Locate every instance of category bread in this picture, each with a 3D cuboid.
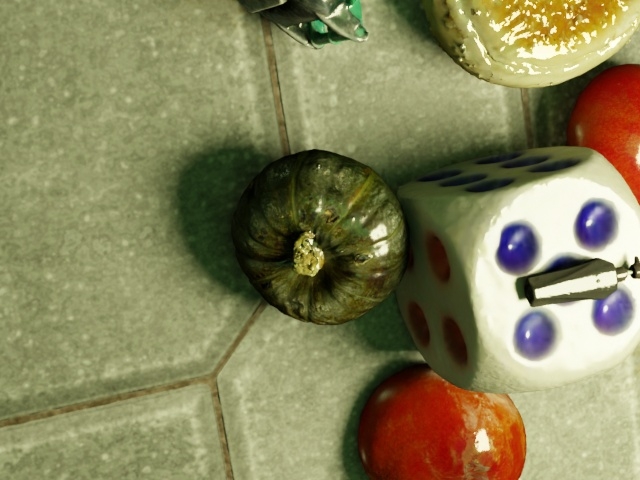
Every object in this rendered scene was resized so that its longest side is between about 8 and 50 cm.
[{"bbox_3d":[0.257,-0.334,1.444,0.305,0.159,0.306,-4,103,-16],"label":"bread"}]

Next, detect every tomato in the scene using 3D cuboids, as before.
[{"bbox_3d":[0.173,0.274,1.529,0.233,0.139,0.200,27,96,-17],"label":"tomato"},{"bbox_3d":[0.404,-0.130,1.510,0.195,0.136,0.195,-1,92,-39],"label":"tomato"}]

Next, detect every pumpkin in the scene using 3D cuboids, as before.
[{"bbox_3d":[0.000,0.000,1.416,0.223,0.157,0.224,8,120,13],"label":"pumpkin"}]

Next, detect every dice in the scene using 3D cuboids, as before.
[{"bbox_3d":[0.238,0.031,1.447,0.243,0.259,0.251,-15,102,-13],"label":"dice"}]

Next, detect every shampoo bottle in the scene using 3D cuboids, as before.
[{"bbox_3d":[0.296,0.046,1.318,0.137,0.027,0.048,-10,99,-12],"label":"shampoo bottle"}]

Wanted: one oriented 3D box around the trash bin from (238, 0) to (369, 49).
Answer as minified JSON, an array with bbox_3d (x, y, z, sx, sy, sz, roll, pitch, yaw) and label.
[{"bbox_3d":[0.032,-0.432,1.324,0.381,0.259,0.295,-45,106,-7],"label":"trash bin"}]
